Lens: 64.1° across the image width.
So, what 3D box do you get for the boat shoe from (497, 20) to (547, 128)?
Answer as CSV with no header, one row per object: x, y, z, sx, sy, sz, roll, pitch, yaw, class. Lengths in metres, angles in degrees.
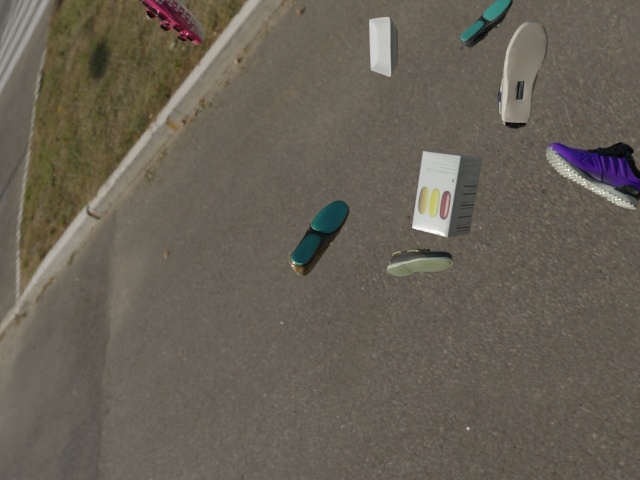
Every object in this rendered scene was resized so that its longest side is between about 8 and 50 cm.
0.655,-0.562,1.709,0.158,0.127,0.340,-83,-4,-57,boat shoe

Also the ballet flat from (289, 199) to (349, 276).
0.000,0.000,1.889,0.116,0.124,0.342,21,58,19,ballet flat

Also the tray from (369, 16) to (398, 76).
0.174,-0.537,1.411,0.270,0.030,0.145,-104,10,-67,tray

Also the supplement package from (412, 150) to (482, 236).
0.391,-0.145,1.580,0.139,0.134,0.244,18,107,43,supplement package

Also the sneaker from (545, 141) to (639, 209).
0.777,-0.218,1.420,0.146,0.293,0.102,-59,0,7,sneaker

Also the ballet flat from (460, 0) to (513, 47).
0.562,-0.727,1.721,0.203,0.074,0.074,-40,46,16,ballet flat

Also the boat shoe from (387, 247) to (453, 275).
0.305,0.056,1.573,0.228,0.081,0.068,-12,51,42,boat shoe

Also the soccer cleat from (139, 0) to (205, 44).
-0.395,-0.617,1.220,0.143,0.331,0.116,-58,32,-1,soccer cleat
